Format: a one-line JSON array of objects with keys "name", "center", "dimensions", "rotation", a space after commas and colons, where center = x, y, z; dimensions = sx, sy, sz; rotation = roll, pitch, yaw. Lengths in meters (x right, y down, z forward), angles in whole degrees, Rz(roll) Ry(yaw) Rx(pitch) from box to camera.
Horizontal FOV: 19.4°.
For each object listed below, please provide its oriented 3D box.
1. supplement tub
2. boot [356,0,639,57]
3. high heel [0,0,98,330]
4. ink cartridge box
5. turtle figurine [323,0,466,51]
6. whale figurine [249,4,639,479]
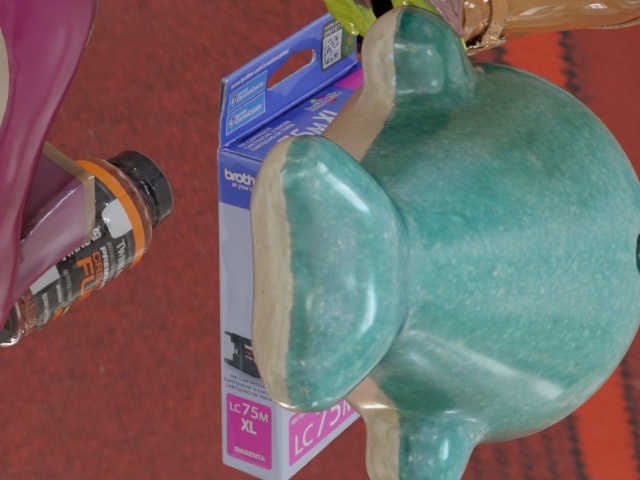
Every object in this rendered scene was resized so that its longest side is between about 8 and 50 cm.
[{"name": "supplement tub", "center": [-0.212, -0.002, 1.546], "dimensions": [0.198, 0.106, 0.106], "rotation": [-37, 118, -37]}, {"name": "boot", "center": [0.161, -0.216, 1.578], "dimensions": [0.220, 0.283, 0.109], "rotation": [-17, 100, -44]}, {"name": "high heel", "center": [-0.208, -0.071, 0.943], "dimensions": [0.181, 0.127, 0.377], "rotation": [-41, 145, -30]}, {"name": "ink cartridge box", "center": [0.000, 0.000, 1.346], "dimensions": [0.065, 0.186, 0.311], "rotation": [15, 121, 29]}, {"name": "turtle figurine", "center": [0.109, -0.194, 1.037], "dimensions": [0.217, 0.269, 0.087], "rotation": [-48, 149, -20]}, {"name": "whale figurine", "center": [0.059, 0.008, 0.793], "dimensions": [0.141, 0.272, 0.216], "rotation": [1, 91, 20]}]
